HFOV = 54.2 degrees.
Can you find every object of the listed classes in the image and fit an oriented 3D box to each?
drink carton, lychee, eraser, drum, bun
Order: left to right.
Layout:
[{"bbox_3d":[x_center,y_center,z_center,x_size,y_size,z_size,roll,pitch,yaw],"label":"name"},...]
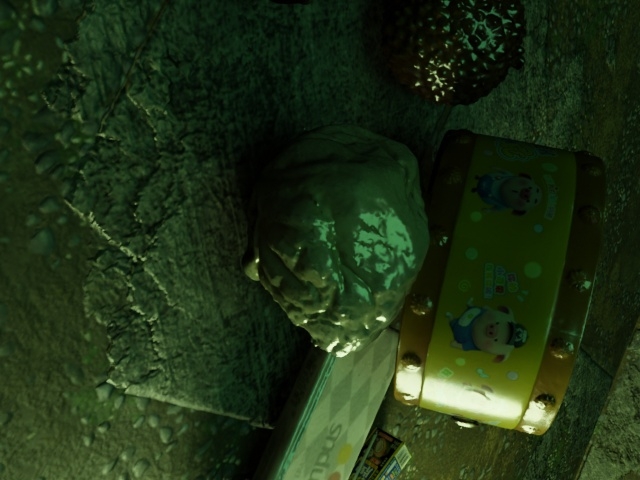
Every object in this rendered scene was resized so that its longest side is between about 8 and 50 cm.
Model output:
[{"bbox_3d":[0.000,0.299,0.970,0.213,0.082,0.397,31,81,-46],"label":"eraser"},{"bbox_3d":[0.006,-0.014,0.759,0.204,0.281,0.282,21,88,-14],"label":"bun"},{"bbox_3d":[0.081,0.417,1.103,0.166,0.071,0.056,-45,128,-26],"label":"drink carton"},{"bbox_3d":[0.195,-0.287,0.884,0.238,0.200,0.200,6,100,-25],"label":"lychee"},{"bbox_3d":[0.251,0.060,0.922,0.431,0.214,0.431,11,90,-77],"label":"drum"}]

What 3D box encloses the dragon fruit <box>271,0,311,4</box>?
[{"bbox_3d":[-0.026,-0.339,0.656,0.188,0.182,0.182,5,101,-27],"label":"dragon fruit"}]
